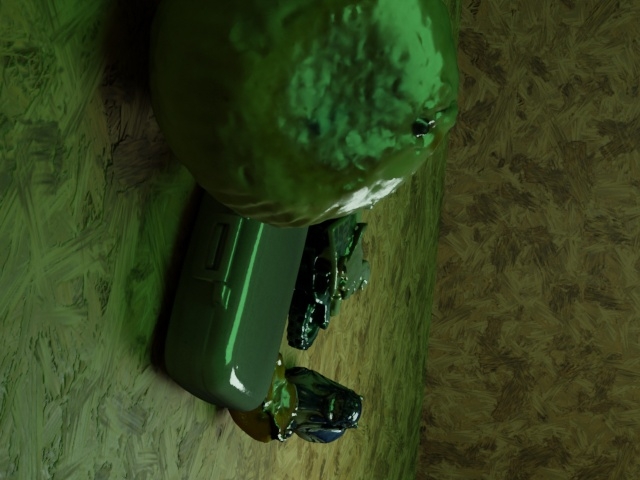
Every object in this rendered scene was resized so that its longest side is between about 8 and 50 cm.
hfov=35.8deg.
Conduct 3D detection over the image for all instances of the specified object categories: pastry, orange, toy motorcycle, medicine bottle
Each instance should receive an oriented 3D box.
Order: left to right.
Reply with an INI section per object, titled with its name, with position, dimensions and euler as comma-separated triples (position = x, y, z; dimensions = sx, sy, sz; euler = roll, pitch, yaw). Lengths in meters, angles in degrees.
[medicine bottle]
position = -0.117, 0.055, 1.480
dimensions = 0.282, 0.123, 0.375
euler = 63, 39, -67
[orange]
position = -0.103, 0.259, 1.671
dimensions = 0.160, 0.112, 0.170
euler = 53, 23, -54
[pastry]
position = -0.029, -0.206, 1.221
dimensions = 0.389, 0.313, 0.388
euler = -13, 118, -27
[toy motorcycle]
position = 0.000, 0.000, 1.816
dimensions = 0.237, 0.169, 0.410
euler = -51, 152, -51

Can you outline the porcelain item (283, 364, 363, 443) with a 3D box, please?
[porcelain item]
position = 0.003, 0.324, 1.954
dimensions = 0.288, 0.186, 0.138
euler = 59, 40, -69
